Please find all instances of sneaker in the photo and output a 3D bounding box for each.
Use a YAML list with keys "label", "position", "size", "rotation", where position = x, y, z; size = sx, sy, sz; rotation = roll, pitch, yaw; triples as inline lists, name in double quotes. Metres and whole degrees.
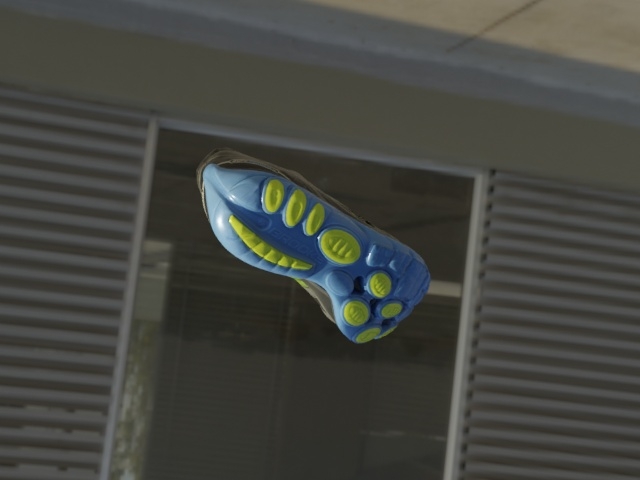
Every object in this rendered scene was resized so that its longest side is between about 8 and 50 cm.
- label: "sneaker"
  position: [0.000, 0.000, 0.610]
  size: [0.188, 0.067, 0.078]
  rotation: [36, -168, -43]
